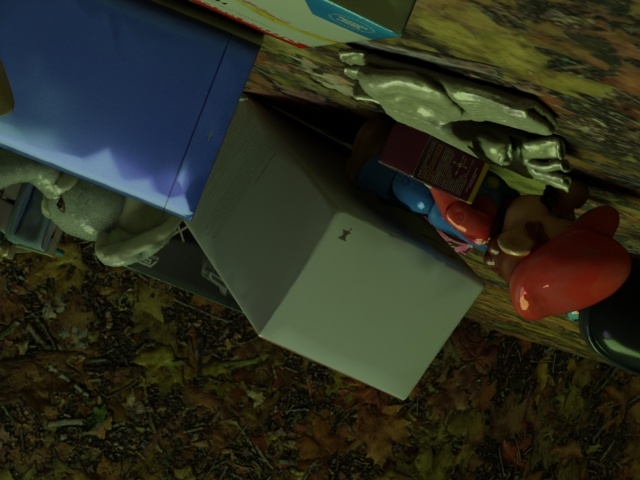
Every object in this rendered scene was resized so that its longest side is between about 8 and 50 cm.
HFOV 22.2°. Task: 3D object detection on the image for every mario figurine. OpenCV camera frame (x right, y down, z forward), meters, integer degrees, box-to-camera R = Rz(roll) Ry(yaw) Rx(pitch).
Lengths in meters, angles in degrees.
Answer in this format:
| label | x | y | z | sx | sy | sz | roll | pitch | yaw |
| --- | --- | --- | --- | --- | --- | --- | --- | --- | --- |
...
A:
| label | x | y | z | sx | sy | sz | roll | pitch | yaw |
| --- | --- | --- | --- | --- | --- | --- | --- | --- | --- |
| mario figurine | 0.194 | -0.046 | 1.707 | 0.320 | 0.170 | 0.198 | 30 | -142 | 32 |

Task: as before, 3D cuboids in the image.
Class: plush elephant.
| label | x | y | z | sx | sy | sz | roll | pitch | yaw |
| --- | --- | --- | --- | --- | --- | --- | --- | --- | --- |
| plush elephant | -0.256 | -0.118 | 1.767 | 0.330 | 0.255 | 0.272 | 24 | 175 | -35 |

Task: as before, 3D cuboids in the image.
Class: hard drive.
| label | x | y | z | sx | sy | sz | roll | pitch | yaw |
| --- | --- | --- | --- | --- | --- | --- | --- | --- | --- |
| hard drive | -0.239 | -0.164 | 1.579 | 0.319 | 0.210 | 0.040 | 21 | -148 | -5 |

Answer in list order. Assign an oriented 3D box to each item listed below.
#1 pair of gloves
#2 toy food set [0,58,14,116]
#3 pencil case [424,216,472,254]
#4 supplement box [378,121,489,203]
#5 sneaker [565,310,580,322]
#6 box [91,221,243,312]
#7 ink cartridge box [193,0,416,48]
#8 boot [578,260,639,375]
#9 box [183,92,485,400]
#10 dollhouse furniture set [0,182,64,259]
| label | x | y | z | sx | sy | sz | roll | pitch | yaw |
| --- | --- | --- | --- | --- | --- | --- | --- | --- | --- |
| pair of gloves | 0.126 | -0.109 | 1.492 | 0.204 | 0.042 | 0.240 | 20 | 175 | 21 |
| toy food set | -0.407 | -0.202 | 1.516 | 0.092 | 0.219 | 0.306 | -26 | -166 | -38 |
| pencil case | 0.166 | -0.029 | 1.993 | 0.098 | 0.095 | 0.209 | 54 | 177 | 0 |
| supplement box | 0.105 | -0.071 | 1.500 | 0.083 | 0.043 | 0.055 | 22 | -175 | -40 |
| sneaker | 0.374 | 0.087 | 2.088 | 0.125 | 0.104 | 0.262 | -4 | -170 | -30 |
| box | -0.180 | -0.038 | 2.545 | 0.307 | 0.242 | 0.076 | 25 | 174 | -39 |
| ink cartridge box | -0.032 | -0.184 | 1.045 | 0.134 | 0.078 | 0.231 | 23 | 176 | -19 |
| boot | 0.534 | 0.130 | 1.759 | 0.367 | 0.146 | 0.445 | 12 | -177 | -17 |
| box | 0.000 | 0.000 | 1.884 | 0.215 | 0.168 | 0.345 | 26 | -167 | -30 |
| dollhouse furniture set | -0.457 | -0.113 | 2.517 | 0.198 | 0.303 | 0.286 | 23 | 176 | -30 |
